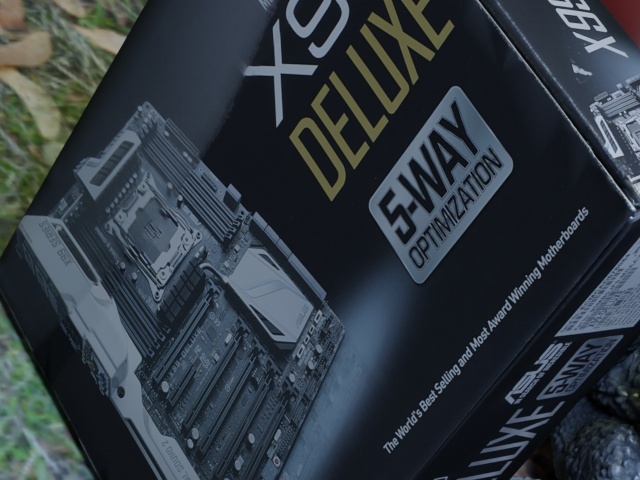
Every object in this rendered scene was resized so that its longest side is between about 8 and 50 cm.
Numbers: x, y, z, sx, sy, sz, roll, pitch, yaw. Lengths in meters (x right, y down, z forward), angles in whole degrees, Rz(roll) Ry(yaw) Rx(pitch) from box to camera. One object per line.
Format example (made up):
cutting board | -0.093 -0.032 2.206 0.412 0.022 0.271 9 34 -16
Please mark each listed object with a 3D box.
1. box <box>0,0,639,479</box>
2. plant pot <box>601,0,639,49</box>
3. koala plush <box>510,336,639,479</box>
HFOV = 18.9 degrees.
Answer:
box | 0.000 0.000 0.781 0.076 0.307 0.242 -4 51 -43
plant pot | 0.267 -0.164 1.209 0.275 0.275 0.243 9 34 -28
koala plush | 0.142 0.036 0.934 0.203 0.196 0.221 -15 66 -54
